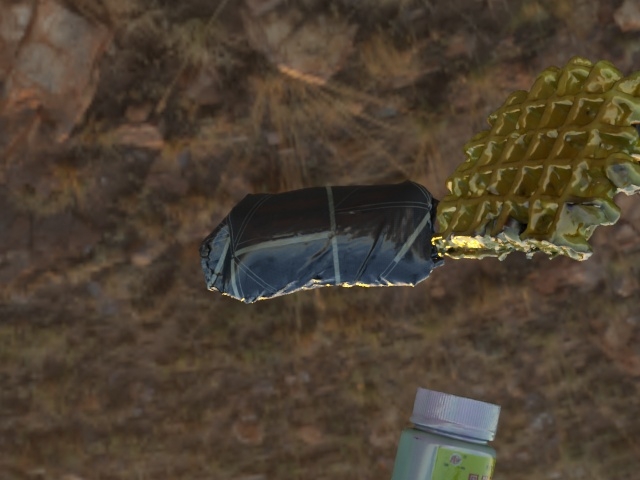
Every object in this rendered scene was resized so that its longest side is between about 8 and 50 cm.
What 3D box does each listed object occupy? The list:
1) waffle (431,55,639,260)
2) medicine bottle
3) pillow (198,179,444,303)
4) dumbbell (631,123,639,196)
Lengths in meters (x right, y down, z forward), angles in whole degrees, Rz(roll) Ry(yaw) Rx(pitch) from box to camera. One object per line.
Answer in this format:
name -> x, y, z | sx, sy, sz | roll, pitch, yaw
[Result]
waffle -> 0.229, -0.070, 1.259 | 0.065, 0.283, 0.309 | 28, 121, -25
medicine bottle -> 0.171, 0.328, 1.658 | 0.139, 0.225, 0.139 | 12, 174, 1
pillow -> 0.000, 0.000, 1.623 | 0.335, 0.161, 0.092 | -4, 153, 5
dumbbell -> 0.500, -0.175, 1.456 | 0.179, 0.179, 0.406 | -4, 153, -8
